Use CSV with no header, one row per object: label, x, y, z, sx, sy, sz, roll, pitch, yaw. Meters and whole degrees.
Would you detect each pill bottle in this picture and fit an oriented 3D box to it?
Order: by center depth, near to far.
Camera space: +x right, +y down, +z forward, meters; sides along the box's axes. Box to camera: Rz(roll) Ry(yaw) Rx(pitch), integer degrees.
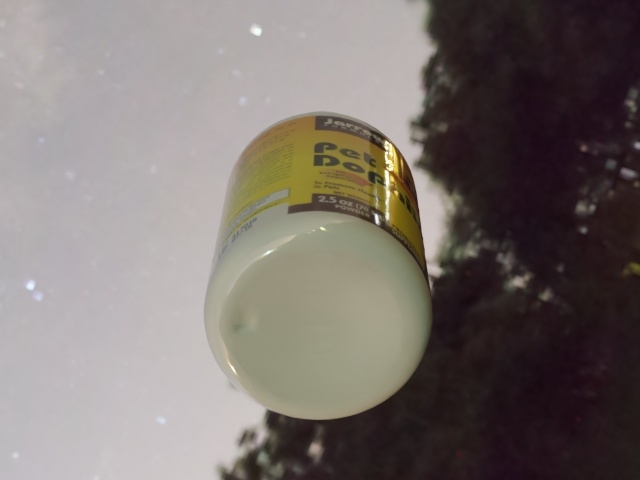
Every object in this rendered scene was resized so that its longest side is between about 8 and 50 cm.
pill bottle,0.000,0.000,0.735,0.215,0.117,0.117,-89,13,-65
